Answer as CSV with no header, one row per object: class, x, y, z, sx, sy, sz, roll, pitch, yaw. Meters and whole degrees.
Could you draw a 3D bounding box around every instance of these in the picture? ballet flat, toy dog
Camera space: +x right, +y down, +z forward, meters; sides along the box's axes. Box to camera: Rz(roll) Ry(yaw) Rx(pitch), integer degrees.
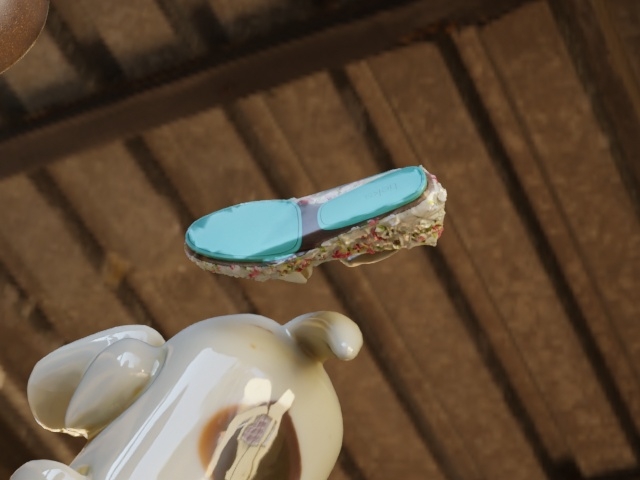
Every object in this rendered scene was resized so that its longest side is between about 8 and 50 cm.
ballet flat,0.000,0.000,1.439,0.241,0.091,0.077,-12,-46,15
toy dog,-0.116,0.264,1.411,0.395,0.408,0.284,-26,-69,21

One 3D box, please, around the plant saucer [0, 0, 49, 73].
plant saucer,-0.372,-0.231,1.310,0.310,0.310,0.050,12,-45,-7
